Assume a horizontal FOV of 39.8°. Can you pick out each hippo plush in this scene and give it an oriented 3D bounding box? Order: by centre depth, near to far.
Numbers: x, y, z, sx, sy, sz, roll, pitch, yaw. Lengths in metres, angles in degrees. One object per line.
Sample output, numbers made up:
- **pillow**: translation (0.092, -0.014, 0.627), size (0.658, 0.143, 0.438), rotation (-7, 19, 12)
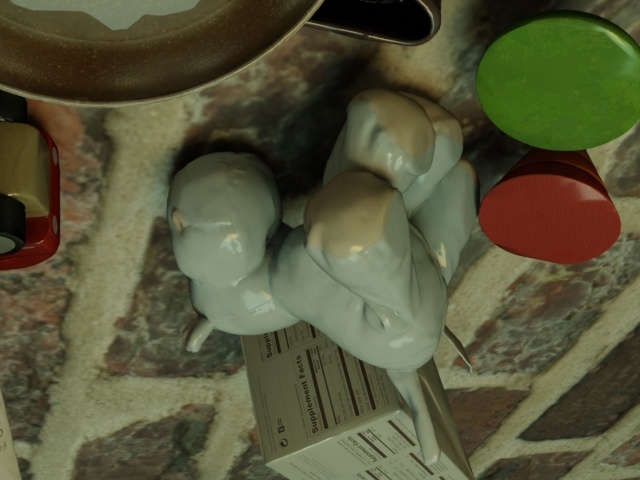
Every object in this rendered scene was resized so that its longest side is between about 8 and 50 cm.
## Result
- **hippo plush**: translation (0.000, 0.000, 0.783), size (0.237, 0.234, 0.294), rotation (3, 132, 28)

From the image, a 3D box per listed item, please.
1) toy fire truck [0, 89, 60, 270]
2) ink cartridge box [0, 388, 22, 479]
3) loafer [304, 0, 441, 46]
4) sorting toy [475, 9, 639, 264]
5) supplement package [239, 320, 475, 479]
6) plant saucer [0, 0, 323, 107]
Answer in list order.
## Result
- **toy fire truck**: translation (-0.311, 0.004, 0.715), size (0.217, 0.158, 0.246), rotation (-5, 162, -3)
- **ink cartridge box**: translation (-0.355, 0.013, 0.476), size (0.285, 0.166, 0.395), rotation (8, 120, 17)
- **loafer**: translation (-0.050, -0.195, 0.562), size (0.303, 0.095, 0.109), rotation (7, 140, -26)
- **sorting toy**: translation (0.198, -0.140, 0.710), size (0.127, 0.126, 0.365), rotation (8, 141, 16)
- **supplement package**: translation (0.041, 0.167, 0.961), size (0.145, 0.204, 0.262), rotation (-25, 141, 11)
- **plant saucer**: translation (-0.120, -0.226, 0.464), size (0.311, 0.050, 0.310), rotation (-5, 118, -9)
